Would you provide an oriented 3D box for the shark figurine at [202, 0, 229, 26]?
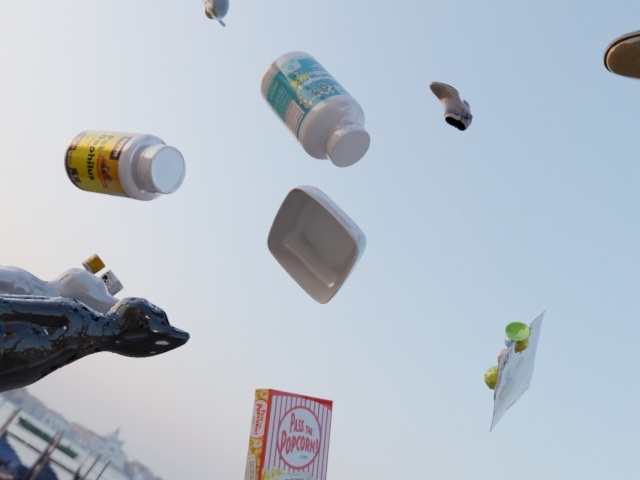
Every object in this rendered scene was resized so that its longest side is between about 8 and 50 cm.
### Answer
[{"bbox_3d":[-0.238,-0.570,1.399,0.278,0.116,0.166,56,12,12],"label":"shark figurine"}]

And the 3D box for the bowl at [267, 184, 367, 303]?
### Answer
[{"bbox_3d":[0.000,0.000,0.938,0.142,0.053,0.142,45,-46,18],"label":"bowl"}]

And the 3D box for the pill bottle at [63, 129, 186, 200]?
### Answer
[{"bbox_3d":[-0.343,-0.133,1.173,0.215,0.117,0.117,9,-33,33],"label":"pill bottle"}]

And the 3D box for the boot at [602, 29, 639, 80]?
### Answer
[{"bbox_3d":[0.591,-0.252,1.082,0.236,0.269,0.089,5,-50,17],"label":"boot"}]

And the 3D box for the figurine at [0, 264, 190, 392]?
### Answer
[{"bbox_3d":[-0.272,0.075,0.671,0.209,0.092,0.215,4,9,-45],"label":"figurine"}]

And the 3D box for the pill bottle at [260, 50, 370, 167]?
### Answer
[{"bbox_3d":[-0.006,-0.264,1.363,0.264,0.146,0.146,52,-12,33],"label":"pill bottle"}]

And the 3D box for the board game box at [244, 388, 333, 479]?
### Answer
[{"bbox_3d":[-0.052,0.351,1.095,0.147,0.193,0.045,21,-24,-41],"label":"board game box"}]

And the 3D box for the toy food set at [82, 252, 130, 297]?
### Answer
[{"bbox_3d":[-0.471,0.146,1.467,0.232,0.104,0.111,45,-19,18],"label":"toy food set"}]

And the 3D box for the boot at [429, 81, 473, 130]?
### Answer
[{"bbox_3d":[0.284,-0.293,1.457,0.118,0.087,0.042,28,-41,-7],"label":"boot"}]

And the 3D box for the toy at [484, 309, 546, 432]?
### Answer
[{"bbox_3d":[0.339,0.230,1.206,0.056,0.137,0.237,34,-33,32],"label":"toy"}]
